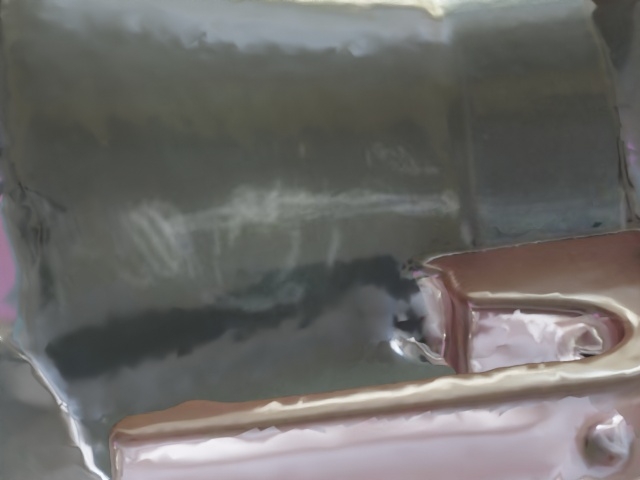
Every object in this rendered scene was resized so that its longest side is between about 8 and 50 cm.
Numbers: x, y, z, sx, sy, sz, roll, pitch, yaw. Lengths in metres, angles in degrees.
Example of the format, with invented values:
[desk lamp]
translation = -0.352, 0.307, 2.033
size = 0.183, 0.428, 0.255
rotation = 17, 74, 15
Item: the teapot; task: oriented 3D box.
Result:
[teapot]
translation = 0.000, 0.000, 0.839
size = 0.361, 0.376, 0.306
rotation = -8, -65, -4
